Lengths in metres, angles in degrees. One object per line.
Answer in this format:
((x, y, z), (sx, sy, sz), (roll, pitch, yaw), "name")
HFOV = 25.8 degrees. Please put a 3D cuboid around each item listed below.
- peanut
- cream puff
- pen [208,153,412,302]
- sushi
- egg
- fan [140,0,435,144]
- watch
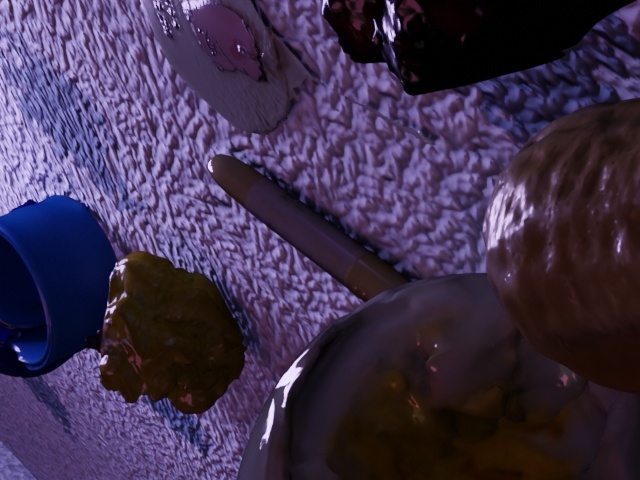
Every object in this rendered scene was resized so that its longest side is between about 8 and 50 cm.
((0.156, 0.003, 0.556), (0.129, 0.129, 0.224), (58, 158, -15), "peanut")
((-0.135, 0.083, 1.284), (0.156, 0.156, 0.121), (37, 112, 33), "cream puff")
((0.000, 0.000, 0.989), (0.233, 0.032, 0.040), (38, 178, 35), "pen")
((0.046, -0.136, 0.517), (0.172, 0.153, 0.150), (-4, 103, 42), "sushi")
((0.096, 0.192, 0.760), (0.278, 0.278, 0.336), (31, 151, 41), "egg")
((-0.035, -0.116, 0.898), (0.310, 0.010, 0.182), (31, 150, 42), "fan")
((-0.296, 0.039, 1.489), (0.196, 0.171, 0.200), (51, 144, 4), "watch")
